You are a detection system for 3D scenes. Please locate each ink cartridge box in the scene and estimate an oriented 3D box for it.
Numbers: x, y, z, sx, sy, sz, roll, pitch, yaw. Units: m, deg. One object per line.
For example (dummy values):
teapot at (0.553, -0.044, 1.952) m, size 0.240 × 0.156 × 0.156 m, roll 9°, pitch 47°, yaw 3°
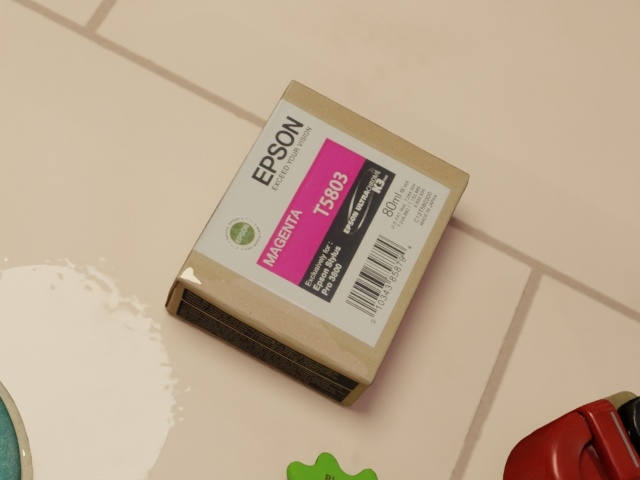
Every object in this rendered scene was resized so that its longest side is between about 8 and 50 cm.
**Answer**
ink cartridge box at (0.000, 0.000, 1.001) m, size 0.193 × 0.088 × 0.234 m, roll 28°, pitch 65°, yaw -2°

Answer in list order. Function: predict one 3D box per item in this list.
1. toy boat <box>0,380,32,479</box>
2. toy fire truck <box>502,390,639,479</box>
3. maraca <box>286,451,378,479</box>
toy boat at (-0.368, 0.193, 0.798) m, size 0.267 × 0.148 × 0.318 m, roll 37°, pitch 64°, yaw 3°
toy fire truck at (0.202, 0.266, 0.920) m, size 0.246 × 0.158 × 0.217 m, roll -13°, pitch 71°, yaw -29°
maraca at (0.012, 0.252, 0.895) m, size 0.127 × 0.099 × 0.185 m, roll 25°, pitch 39°, yaw -11°
